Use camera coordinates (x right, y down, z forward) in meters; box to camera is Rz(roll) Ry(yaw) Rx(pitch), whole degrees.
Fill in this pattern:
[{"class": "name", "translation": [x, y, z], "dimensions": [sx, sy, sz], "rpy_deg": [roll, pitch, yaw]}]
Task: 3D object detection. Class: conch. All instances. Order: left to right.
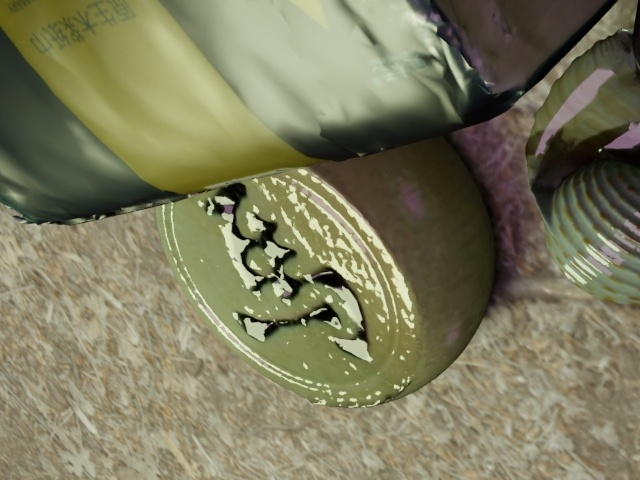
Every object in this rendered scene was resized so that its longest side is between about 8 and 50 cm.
[{"class": "conch", "translation": [0.180, -0.041, 0.769], "dimensions": [0.153, 0.102, 0.135], "rpy_deg": [-47, 72, 20]}]

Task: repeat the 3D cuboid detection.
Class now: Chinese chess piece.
[{"class": "Chinese chess piece", "translation": [0.000, 0.000, 0.981], "dimensions": [0.250, 0.101, 0.250], "rpy_deg": [25, 138, 26]}]

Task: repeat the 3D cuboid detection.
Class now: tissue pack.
[{"class": "tissue pack", "translation": [-0.037, -0.182, 0.684], "dimensions": [0.416, 0.264, 0.253], "rpy_deg": [-12, 122, 53]}]

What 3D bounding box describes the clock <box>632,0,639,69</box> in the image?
[{"class": "clock", "translation": [0.304, -0.023, 0.466], "dimensions": [0.379, 0.276, 0.120], "rpy_deg": [3, 129, 4]}]
